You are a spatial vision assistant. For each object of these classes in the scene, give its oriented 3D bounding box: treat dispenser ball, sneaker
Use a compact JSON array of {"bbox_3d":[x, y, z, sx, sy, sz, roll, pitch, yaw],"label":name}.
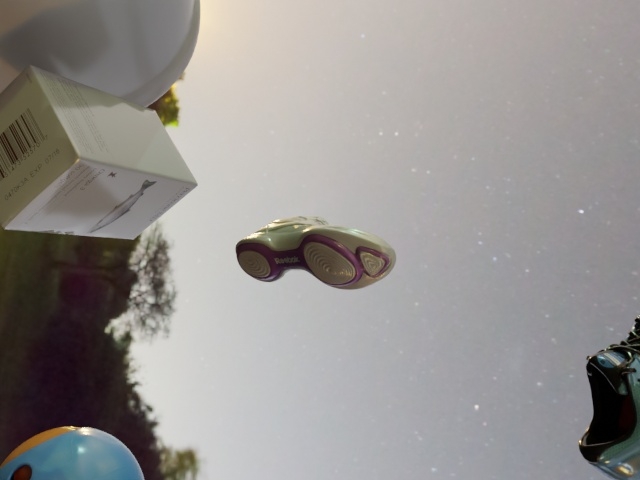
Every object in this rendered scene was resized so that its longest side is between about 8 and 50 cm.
[{"bbox_3d":[-0.478,0.498,1.300,0.288,0.288,0.287,-169,-90,-68],"label":"treat dispenser ball"},{"bbox_3d":[0.000,0.000,1.168,0.305,0.152,0.114,4,-58,35],"label":"sneaker"},{"bbox_3d":[0.209,0.077,0.432,0.063,0.073,0.162,166,-56,-75],"label":"sneaker"}]

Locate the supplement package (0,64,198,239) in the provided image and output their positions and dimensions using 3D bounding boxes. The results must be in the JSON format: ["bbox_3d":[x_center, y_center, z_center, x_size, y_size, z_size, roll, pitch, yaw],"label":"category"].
[{"bbox_3d":[-0.223,-0.074,0.660,0.105,0.179,0.105,-38,-106,17],"label":"supplement package"}]

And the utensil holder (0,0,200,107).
[{"bbox_3d":[-0.277,-0.339,0.659,0.385,0.328,0.327,119,-24,-69],"label":"utensil holder"}]
